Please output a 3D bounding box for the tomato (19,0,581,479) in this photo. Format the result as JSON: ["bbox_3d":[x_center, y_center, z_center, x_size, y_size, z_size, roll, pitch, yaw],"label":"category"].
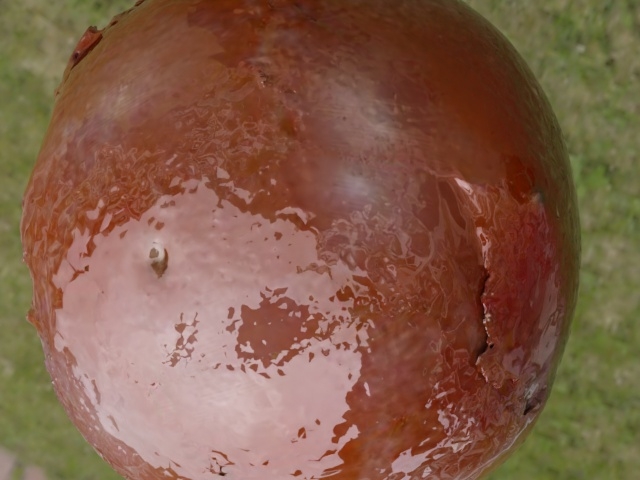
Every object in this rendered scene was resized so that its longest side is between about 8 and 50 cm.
[{"bbox_3d":[0.000,0.000,0.573,0.184,0.208,0.208,0,138,12],"label":"tomato"}]
